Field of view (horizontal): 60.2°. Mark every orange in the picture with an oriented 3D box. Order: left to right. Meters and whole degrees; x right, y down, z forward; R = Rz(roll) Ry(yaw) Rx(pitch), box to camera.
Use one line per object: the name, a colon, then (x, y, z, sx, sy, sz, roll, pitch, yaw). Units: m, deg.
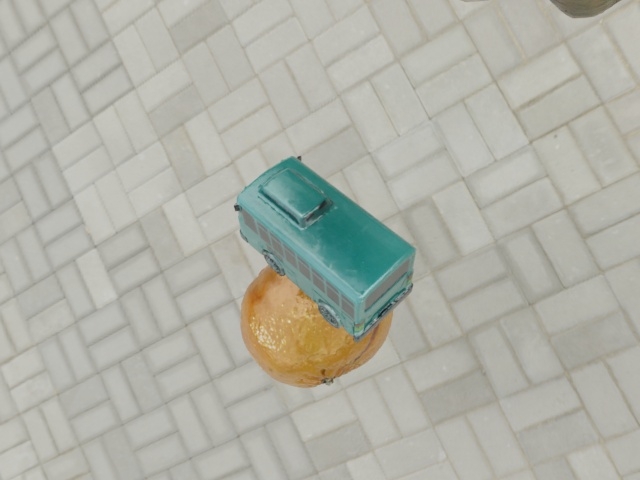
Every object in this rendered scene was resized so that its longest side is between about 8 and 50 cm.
orange: (-0.003, 0.093, 0.673, 0.193, 0.193, 0.161, -35, 67, 16)

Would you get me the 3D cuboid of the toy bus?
toy bus: (0.000, 0.000, 0.483, 0.079, 0.091, 0.160, -40, 63, -21)

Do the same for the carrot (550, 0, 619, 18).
carrot: (0.220, -0.237, 0.456, 0.082, 0.173, 0.082, 4, 99, 29)
